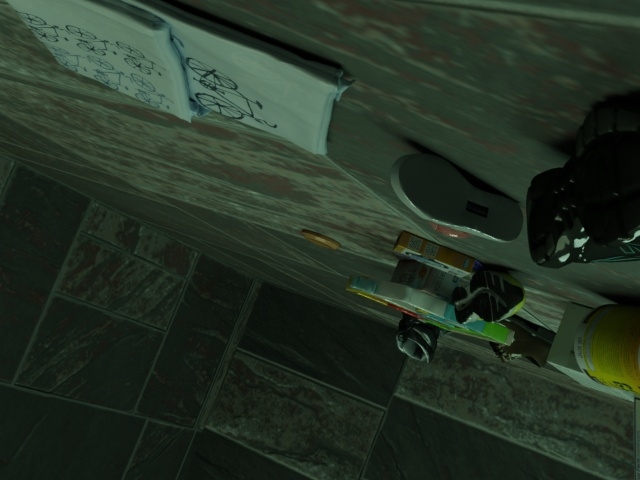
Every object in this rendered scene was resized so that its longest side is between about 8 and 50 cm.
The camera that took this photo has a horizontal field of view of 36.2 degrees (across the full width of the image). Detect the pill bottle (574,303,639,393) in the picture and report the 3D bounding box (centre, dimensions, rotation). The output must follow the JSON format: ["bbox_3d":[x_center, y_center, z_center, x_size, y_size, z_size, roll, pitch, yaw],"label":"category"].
[{"bbox_3d":[0.438,0.147,1.292,0.117,0.117,0.215,24,173,-16],"label":"pill bottle"}]

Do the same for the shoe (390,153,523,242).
[{"bbox_3d":[0.125,-0.040,1.030,0.178,0.063,0.081,21,170,-33],"label":"shoe"}]

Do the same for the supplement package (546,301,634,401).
[{"bbox_3d":[0.454,0.182,1.570,0.105,0.105,0.179,16,172,37],"label":"supplement package"}]

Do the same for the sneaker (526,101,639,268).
[{"bbox_3d":[0.232,-0.037,0.720,0.106,0.101,0.267,0,173,-4],"label":"sneaker"}]

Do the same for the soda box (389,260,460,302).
[{"bbox_3d":[0.185,0.072,1.755,0.063,0.058,0.183,23,174,-13],"label":"soda box"}]

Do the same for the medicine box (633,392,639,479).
[{"bbox_3d":[0.601,0.273,1.270,0.264,0.149,0.289,-2,-178,-21],"label":"medicine box"}]

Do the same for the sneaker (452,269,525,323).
[{"bbox_3d":[0.283,0.087,1.542,0.094,0.081,0.208,-5,175,-13],"label":"sneaker"}]

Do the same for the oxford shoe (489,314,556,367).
[{"bbox_3d":[0.372,0.195,1.981,0.227,0.096,0.083,25,175,-11],"label":"oxford shoe"}]

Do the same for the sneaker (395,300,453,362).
[{"bbox_3d":[0.240,0.183,2.041,0.101,0.153,0.268,16,171,42],"label":"sneaker"}]

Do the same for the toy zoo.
[{"bbox_3d":[0.175,0.116,1.738,0.293,0.030,0.192,23,173,-27],"label":"toy zoo"}]

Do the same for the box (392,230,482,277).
[{"bbox_3d":[0.183,0.026,1.529,0.136,0.028,0.081,23,173,2],"label":"box"}]

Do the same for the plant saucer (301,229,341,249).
[{"bbox_3d":[0.000,0.000,1.949,0.083,0.013,0.083,21,173,3],"label":"plant saucer"}]

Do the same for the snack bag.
[{"bbox_3d":[-0.141,-0.170,0.972,0.343,0.037,0.323,21,173,0],"label":"snack bag"}]
